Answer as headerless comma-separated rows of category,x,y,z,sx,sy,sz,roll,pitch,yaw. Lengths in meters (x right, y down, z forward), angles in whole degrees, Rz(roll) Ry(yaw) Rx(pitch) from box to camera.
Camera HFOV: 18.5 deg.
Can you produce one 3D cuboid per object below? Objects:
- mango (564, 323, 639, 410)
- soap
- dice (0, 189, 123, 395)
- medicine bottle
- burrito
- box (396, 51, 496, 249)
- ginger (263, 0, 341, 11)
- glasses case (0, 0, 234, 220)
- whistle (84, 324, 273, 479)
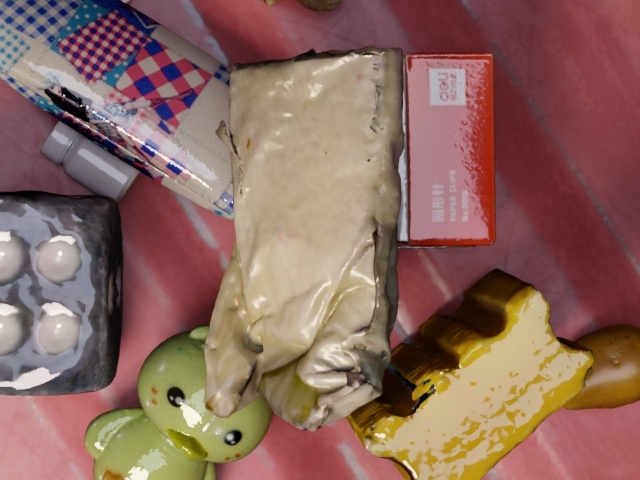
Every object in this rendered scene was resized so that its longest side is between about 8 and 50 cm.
mango,0.272,0.125,1.874,0.114,0.060,0.080,-27,89,1
soap,0.125,0.127,1.735,0.204,0.324,0.096,-41,93,-1
dice,-0.273,0.045,1.784,0.182,0.183,0.181,0,92,-1
medicine bottle,-0.215,-0.077,1.849,0.089,0.052,0.052,33,88,-3
burrito,-0.002,0.000,1.730,0.190,0.135,0.332,1,86,28
box,0.106,-0.080,1.827,0.099,0.133,0.182,-1,92,-4
ginger,-0.097,-0.279,1.847,0.294,0.086,0.131,-1,99,5
glasses case,-0.163,-0.137,1.827,0.327,0.076,0.125,32,60,-5
whistle,-0.146,0.201,1.815,0.141,0.141,0.294,35,89,-3
